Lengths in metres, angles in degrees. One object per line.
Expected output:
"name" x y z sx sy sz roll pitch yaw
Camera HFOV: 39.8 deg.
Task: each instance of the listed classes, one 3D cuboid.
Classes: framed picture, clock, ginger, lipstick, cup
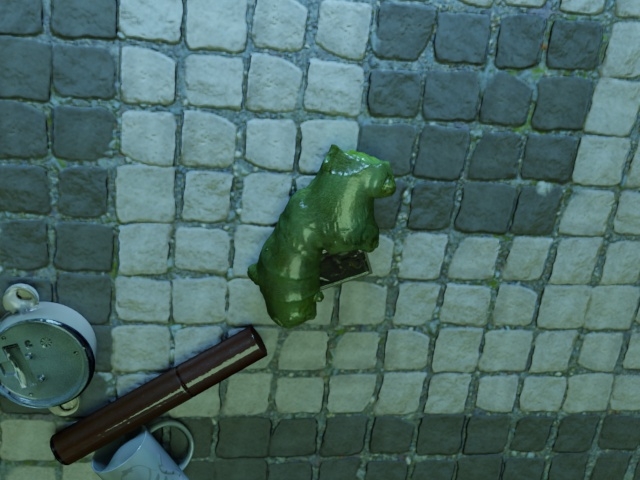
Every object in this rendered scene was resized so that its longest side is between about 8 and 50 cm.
"framed picture" 0.028 0.035 1.321 0.089 0.006 0.066 -18 117 -1
"clock" -0.404 0.168 1.274 0.156 0.063 0.229 -14 115 -5
"ginger" 0.002 -0.004 1.249 0.137 0.089 0.290 35 104 -17
"lipstick" -0.246 0.237 1.337 0.357 0.057 0.057 -29 116 5
"cup" -0.261 0.350 1.364 0.136 0.099 0.133 -29 116 5
